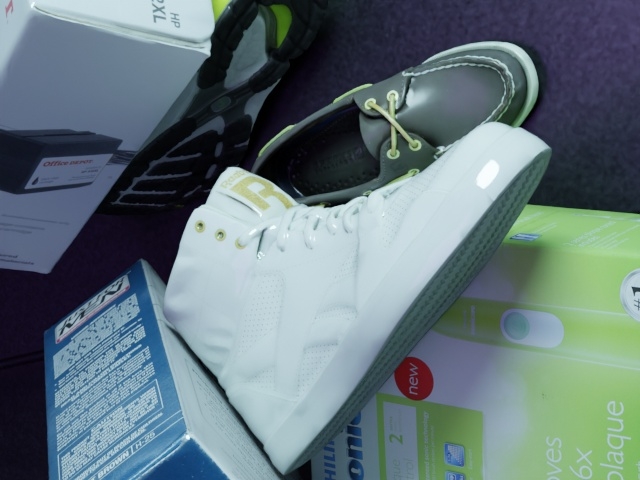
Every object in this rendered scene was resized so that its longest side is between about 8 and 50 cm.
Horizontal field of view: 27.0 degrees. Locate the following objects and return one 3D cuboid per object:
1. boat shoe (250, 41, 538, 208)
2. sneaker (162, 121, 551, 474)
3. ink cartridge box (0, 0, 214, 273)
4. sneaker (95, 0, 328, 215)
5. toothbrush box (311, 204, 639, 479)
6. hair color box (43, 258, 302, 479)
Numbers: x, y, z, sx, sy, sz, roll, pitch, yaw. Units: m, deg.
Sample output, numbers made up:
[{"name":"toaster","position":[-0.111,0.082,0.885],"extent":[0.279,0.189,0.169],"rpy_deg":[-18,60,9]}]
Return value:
[{"name":"boat shoe","position":[0.047,-0.072,0.938],"extent":[0.228,0.069,0.081],"rpy_deg":[-24,87,37]},{"name":"sneaker","position":[0.000,0.000,0.820],"extent":[0.169,0.108,0.292],"rpy_deg":[48,125,14]},{"name":"ink cartridge box","position":[-0.209,-0.148,0.976],"extent":[0.307,0.129,0.223],"rpy_deg":[-45,46,46]},{"name":"sneaker","position":[-0.104,-0.132,1.022],"extent":[0.300,0.111,0.121],"rpy_deg":[-50,54,33]},{"name":"toothbrush box","position":[0.137,0.087,0.885],"extent":[0.283,0.122,0.206],"rpy_deg":[8,106,35]},{"name":"hair color box","position":[-0.095,0.151,0.910],"extent":[0.105,0.347,0.174],"rpy_deg":[-38,109,1]}]
